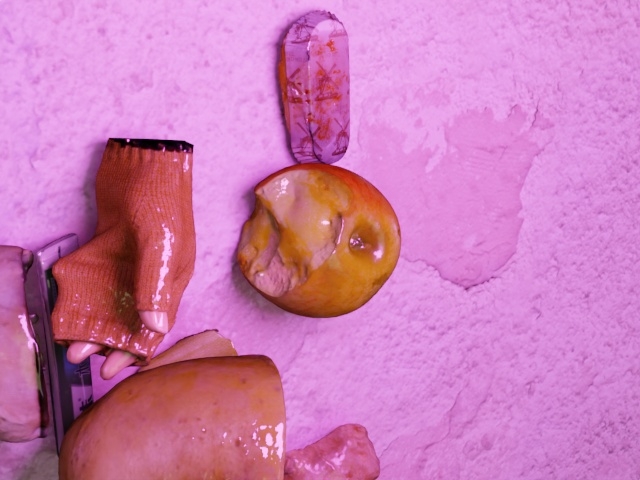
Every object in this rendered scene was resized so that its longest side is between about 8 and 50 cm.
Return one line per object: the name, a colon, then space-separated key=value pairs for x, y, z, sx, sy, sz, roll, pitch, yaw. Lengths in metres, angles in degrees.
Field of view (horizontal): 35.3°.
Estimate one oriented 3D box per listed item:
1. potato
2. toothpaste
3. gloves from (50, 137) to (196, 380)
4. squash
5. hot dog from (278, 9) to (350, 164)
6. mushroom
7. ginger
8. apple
potato: x=-0.223 y=0.258 z=1.427 sx=0.280 sy=0.330 sz=0.213 roll=6 pitch=85 yaw=-20
toothpaste: x=-0.370 y=0.186 z=1.488 sx=0.099 sy=0.061 sz=0.392 roll=-40 pitch=132 yaw=-64
gloves: x=-0.259 y=0.021 z=1.419 sx=0.155 sy=0.203 sz=0.356 roll=30 pitch=71 yaw=-54
squash: x=-0.225 y=0.198 z=1.570 sx=0.200 sy=0.075 sz=0.090 roll=-18 pitch=147 yaw=-4
hot dog: x=-0.005 y=-0.231 z=1.579 sx=0.131 sy=0.069 sz=0.253 roll=-18 pitch=115 yaw=-34
mushroom: x=-0.458 y=0.150 z=1.360 sx=0.164 sy=0.189 sz=0.267 roll=-6 pitch=108 yaw=-15
ginger: x=-0.028 y=0.466 z=1.726 sx=0.190 sy=0.126 sz=0.354 roll=32 pitch=86 yaw=-37
apple: x=0.000 y=0.000 z=1.551 sx=0.246 sy=0.226 sz=0.246 roll=-8 pitch=106 yaw=-29
